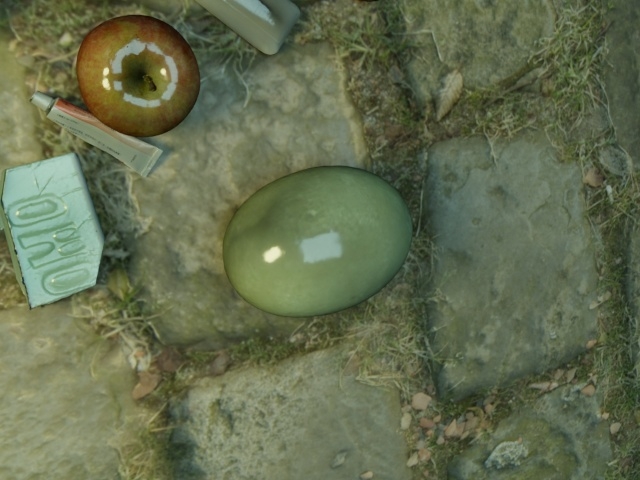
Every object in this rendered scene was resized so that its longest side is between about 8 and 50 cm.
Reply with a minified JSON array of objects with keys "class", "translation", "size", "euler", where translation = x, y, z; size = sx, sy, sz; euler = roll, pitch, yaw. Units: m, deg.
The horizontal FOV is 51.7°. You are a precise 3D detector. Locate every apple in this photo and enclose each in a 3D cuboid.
[{"class":"apple","translation":[-0.286,-0.257,1.040],"size":[0.188,0.174,0.188],"euler":[-4,100,-23]}]

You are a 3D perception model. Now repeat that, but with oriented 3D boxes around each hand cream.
[{"class":"hand cream","translation":[-0.366,-0.180,1.081],"size":[0.216,0.052,0.038],"euler":[30,49,-28]}]

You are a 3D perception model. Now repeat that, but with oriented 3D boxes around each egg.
[{"class":"egg","translation":[0.000,0.000,1.162],"size":[0.352,0.258,0.258],"euler":[-23,105,-20]}]

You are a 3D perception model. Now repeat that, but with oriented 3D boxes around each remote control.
[{"class":"remote control","translation":[-0.175,-0.455,1.137],"size":[0.313,0.055,0.109],"euler":[33,81,-25]}]

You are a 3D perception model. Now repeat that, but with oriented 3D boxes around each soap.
[{"class":"soap","translation":[-0.424,-0.010,1.046],"size":[0.145,0.091,0.230],"euler":[-20,103,-23]}]
